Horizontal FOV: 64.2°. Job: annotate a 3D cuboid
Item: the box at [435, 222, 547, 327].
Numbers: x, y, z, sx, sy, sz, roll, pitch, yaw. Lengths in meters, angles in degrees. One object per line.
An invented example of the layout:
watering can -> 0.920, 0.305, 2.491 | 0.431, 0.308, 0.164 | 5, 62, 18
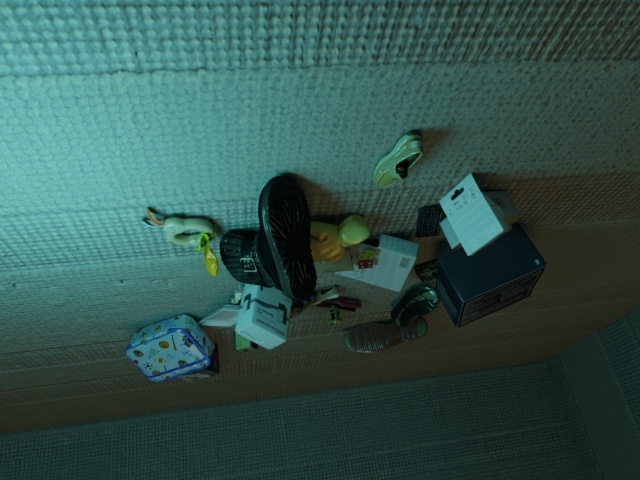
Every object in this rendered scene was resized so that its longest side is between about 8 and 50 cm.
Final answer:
box -> 0.565, 0.125, 1.735 | 0.296, 0.183, 0.294 | -23, 153, -2

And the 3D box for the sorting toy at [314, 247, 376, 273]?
sorting toy -> 0.039, 0.049, 1.589 | 0.274, 0.046, 0.132 | -6, 149, 8

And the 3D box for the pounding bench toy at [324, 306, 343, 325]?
pounding bench toy -> 0.067, 0.311, 2.093 | 0.083, 0.065, 0.052 | -31, 146, 35

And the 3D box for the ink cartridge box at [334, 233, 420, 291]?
ink cartridge box -> 0.178, 0.065, 1.674 | 0.238, 0.060, 0.275 | 16, 152, 5

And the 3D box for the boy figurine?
boy figurine -> 0.000, 0.000, 1.450 | 0.285, 0.092, 0.177 | -22, 131, 17

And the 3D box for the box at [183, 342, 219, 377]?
box -> -0.560, 0.502, 2.166 | 0.163, 0.142, 0.247 | -17, 152, 12

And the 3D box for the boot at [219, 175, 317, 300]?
boot -> -0.156, -0.011, 1.329 | 0.260, 0.348, 0.131 | 16, -147, 40

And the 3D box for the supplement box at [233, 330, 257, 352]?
supplement box -> -0.318, 0.422, 2.158 | 0.083, 0.083, 0.056 | -16, 151, 14

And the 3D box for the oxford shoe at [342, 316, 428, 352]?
oxford shoe -> 0.302, 0.453, 2.373 | 0.396, 0.141, 0.146 | -9, 160, 3

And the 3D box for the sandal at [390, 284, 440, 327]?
sandal -> 0.387, 0.257, 2.078 | 0.086, 0.120, 0.303 | -26, 166, -34

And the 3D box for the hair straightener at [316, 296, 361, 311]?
hair straightener -> 0.043, 0.255, 1.999 | 0.230, 0.047, 0.089 | 6, 148, -28

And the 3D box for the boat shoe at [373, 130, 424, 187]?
boat shoe -> 0.182, -0.172, 1.202 | 0.068, 0.072, 0.190 | 1, 151, -20

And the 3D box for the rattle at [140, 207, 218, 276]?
rattle -> -0.362, 0.009, 1.305 | 0.130, 0.143, 0.199 | -5, 165, 33

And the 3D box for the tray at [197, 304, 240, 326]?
tray -> -0.350, 0.280, 1.898 | 0.145, 0.030, 0.270 | 10, 156, -32

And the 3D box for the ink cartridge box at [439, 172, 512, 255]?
ink cartridge box -> 0.413, -0.069, 1.372 | 0.045, 0.179, 0.145 | -8, 155, -32

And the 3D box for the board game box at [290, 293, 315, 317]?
board game box -> -0.112, 0.240, 1.831 | 0.141, 0.048, 0.170 | -22, -176, 23

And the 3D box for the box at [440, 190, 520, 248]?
box -> 0.456, -0.058, 1.467 | 0.130, 0.091, 0.170 | -6, 153, -30

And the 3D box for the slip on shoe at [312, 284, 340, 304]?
slip on shoe -> 0.005, 0.202, 1.892 | 0.135, 0.051, 0.041 | -17, 122, 23

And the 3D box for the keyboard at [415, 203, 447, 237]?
keyboard -> 0.345, -0.057, 1.533 | 0.108, 0.023, 0.180 | -11, 154, 1

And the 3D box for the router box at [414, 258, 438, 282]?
router box -> 0.411, 0.106, 1.846 | 0.122, 0.038, 0.092 | -20, 152, 17

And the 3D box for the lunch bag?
lunch bag -> -0.561, 0.418, 1.934 | 0.303, 0.115, 0.243 | -19, 121, 15

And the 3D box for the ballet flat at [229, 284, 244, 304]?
ballet flat -> -0.290, 0.195, 1.782 | 0.041, 0.041, 0.114 | 5, 149, -27

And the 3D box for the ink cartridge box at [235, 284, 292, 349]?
ink cartridge box -> -0.178, 0.225, 1.657 | 0.153, 0.208, 0.087 | 34, 132, -30
